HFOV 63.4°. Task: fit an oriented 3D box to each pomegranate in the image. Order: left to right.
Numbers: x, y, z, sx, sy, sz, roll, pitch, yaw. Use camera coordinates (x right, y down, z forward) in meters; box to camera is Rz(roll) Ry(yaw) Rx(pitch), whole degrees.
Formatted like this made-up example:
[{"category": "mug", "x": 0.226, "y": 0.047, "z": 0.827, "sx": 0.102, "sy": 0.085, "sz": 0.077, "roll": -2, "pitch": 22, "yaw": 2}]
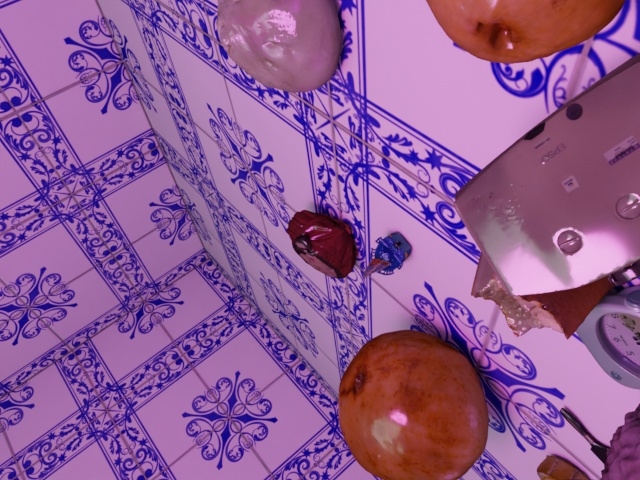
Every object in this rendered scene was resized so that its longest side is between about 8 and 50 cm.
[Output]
[{"category": "pomegranate", "x": 0.249, "y": 0.419, "z": 1.288, "sx": 0.410, "sy": 0.410, "sz": 0.410, "roll": 45, "pitch": 158, "yaw": 24}]

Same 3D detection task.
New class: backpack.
[{"category": "backpack", "x": -0.002, "y": 0.002, "z": 1.468, "sx": 0.229, "sy": 0.139, "sz": 0.229, "roll": 38, "pitch": 171, "yaw": 7}]

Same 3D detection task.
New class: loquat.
[{"category": "loquat", "x": 0.195, "y": -0.274, "z": 0.484, "sx": 0.208, "sy": 0.208, "sz": 0.208, "roll": 45, "pitch": 158, "yaw": 24}]

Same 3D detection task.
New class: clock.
[{"category": "clock", "x": 0.467, "y": 0.135, "z": 0.726, "sx": 0.159, "sy": 0.066, "sz": 0.211, "roll": 55, "pitch": 159, "yaw": -3}]

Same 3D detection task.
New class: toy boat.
[{"category": "toy boat", "x": 0.143, "y": 0.053, "z": 1.253, "sx": 0.091, "sy": 0.110, "sz": 0.175, "roll": 51, "pitch": 161, "yaw": 11}]

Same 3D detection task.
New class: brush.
[{"category": "brush", "x": 0.555, "y": 0.414, "z": 1.043, "sx": 0.193, "sy": 0.016, "sz": 0.063, "roll": 49, "pitch": 158, "yaw": 13}]

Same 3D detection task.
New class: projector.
[{"category": "projector", "x": 0.303, "y": -0.048, "z": 0.578, "sx": 0.269, "sy": 0.088, "sz": 0.194, "roll": -41, "pitch": 69, "yaw": 39}]

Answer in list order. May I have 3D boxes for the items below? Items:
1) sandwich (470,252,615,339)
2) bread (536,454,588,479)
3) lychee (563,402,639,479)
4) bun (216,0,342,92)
[{"category": "sandwich", "x": 0.299, "y": 0.015, "z": 0.740, "sx": 0.220, "sy": 0.186, "sz": 0.108, "roll": 58, "pitch": 157, "yaw": -8}, {"category": "bread", "x": 0.568, "y": 0.571, "z": 1.194, "sx": 0.117, "sy": 0.064, "sz": 0.156, "roll": 29, "pitch": 149, "yaw": 57}, {"category": "lychee", "x": 0.497, "y": 0.350, "z": 0.572, "sx": 0.431, "sy": 0.380, "sz": 0.381, "roll": 8, "pitch": 136, "yaw": 27}, {"category": "bun", "x": -0.097, "y": -0.395, "z": 0.976, "sx": 0.283, "sy": 0.179, "sz": 0.283, "roll": 42, "pitch": 155, "yaw": 24}]
